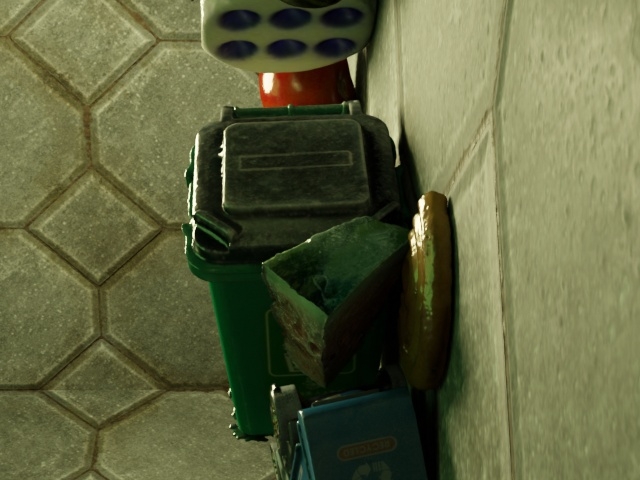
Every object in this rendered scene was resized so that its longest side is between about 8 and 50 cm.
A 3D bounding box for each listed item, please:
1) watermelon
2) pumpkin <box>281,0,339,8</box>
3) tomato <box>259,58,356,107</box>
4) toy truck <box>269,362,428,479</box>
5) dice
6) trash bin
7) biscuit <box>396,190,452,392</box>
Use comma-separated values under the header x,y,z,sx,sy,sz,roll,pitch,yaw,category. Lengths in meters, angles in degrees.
x,y,z,sx,sy,sz,roll,pitch,yaw,category
0.015,0.075,1.253,0.094,0.154,0.241,43,148,22,watermelon
-0.001,-0.401,1.490,0.223,0.157,0.224,-38,38,38,pumpkin
-0.021,-0.238,1.893,0.195,0.136,0.195,-9,-90,-70,tomato
0.026,0.252,1.296,0.367,0.146,0.175,97,161,-67,toy truck
-0.052,-0.408,1.727,0.243,0.259,0.251,97,171,-70,dice
-0.031,0.040,1.461,0.295,0.259,0.381,-95,4,-49,trash bin
0.100,0.071,1.149,0.224,0.033,0.145,94,175,-51,biscuit
